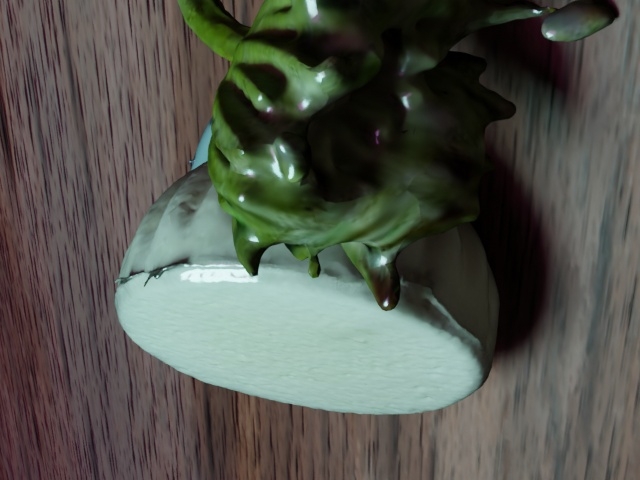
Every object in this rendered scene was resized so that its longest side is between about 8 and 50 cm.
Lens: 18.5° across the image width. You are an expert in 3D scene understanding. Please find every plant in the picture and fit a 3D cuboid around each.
[{"bbox_3d":[-0.005,-0.101,1.220,0.180,0.251,0.333,35,177,-26],"label":"plant"}]

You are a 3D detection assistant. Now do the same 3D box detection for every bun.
[{"bbox_3d":[0.000,0.000,1.333,0.263,0.175,0.263,10,158,4],"label":"bun"}]

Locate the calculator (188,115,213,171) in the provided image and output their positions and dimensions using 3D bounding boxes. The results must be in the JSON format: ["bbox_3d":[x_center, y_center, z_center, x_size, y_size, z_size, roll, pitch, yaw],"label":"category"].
[{"bbox_3d":[-0.037,-0.007,1.533,0.185,0.041,0.299,51,151,14],"label":"calculator"}]
